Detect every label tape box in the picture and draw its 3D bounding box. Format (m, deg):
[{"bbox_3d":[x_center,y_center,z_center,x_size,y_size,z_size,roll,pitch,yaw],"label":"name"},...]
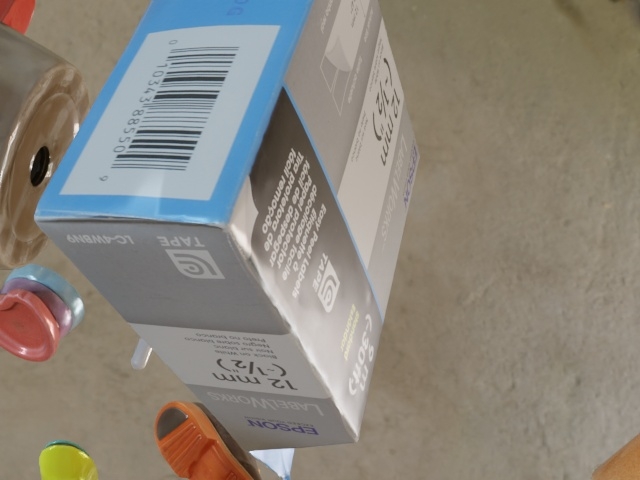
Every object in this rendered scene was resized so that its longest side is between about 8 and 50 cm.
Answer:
[{"bbox_3d":[-0.010,-0.007,0.535,0.347,0.115,0.249,62,35,-48],"label":"label tape box"}]

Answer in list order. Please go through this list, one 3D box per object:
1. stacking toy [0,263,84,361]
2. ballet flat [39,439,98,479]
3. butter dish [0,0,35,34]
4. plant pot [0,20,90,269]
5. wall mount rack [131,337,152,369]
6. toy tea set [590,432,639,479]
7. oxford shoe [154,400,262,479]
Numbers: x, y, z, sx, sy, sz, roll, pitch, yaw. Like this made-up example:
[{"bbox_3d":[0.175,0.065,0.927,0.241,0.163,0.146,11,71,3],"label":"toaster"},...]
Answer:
[{"bbox_3d":[-0.525,0.047,1.215,0.130,0.309,0.279,-62,147,-46],"label":"stacking toy"},{"bbox_3d":[-0.367,0.377,1.161,0.077,0.231,0.077,-1,51,-9],"label":"ballet flat"},{"bbox_3d":[-0.395,-0.257,0.907,0.160,0.118,0.160,8,64,15],"label":"butter dish"},{"bbox_3d":[-0.374,-0.101,0.692,0.280,0.323,0.323,16,71,2],"label":"plant pot"},{"bbox_3d":[-0.120,0.055,1.030,0.350,0.130,0.304,31,29,-33],"label":"wall mount rack"},{"bbox_3d":[0.224,0.203,0.263,0.200,0.336,0.124,24,107,-37],"label":"toy tea set"},{"bbox_3d":[-0.130,0.410,1.305,0.363,0.130,0.133,52,20,26],"label":"oxford shoe"}]
